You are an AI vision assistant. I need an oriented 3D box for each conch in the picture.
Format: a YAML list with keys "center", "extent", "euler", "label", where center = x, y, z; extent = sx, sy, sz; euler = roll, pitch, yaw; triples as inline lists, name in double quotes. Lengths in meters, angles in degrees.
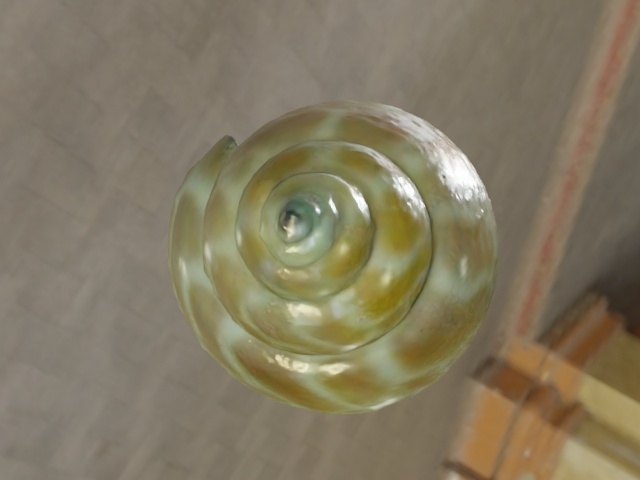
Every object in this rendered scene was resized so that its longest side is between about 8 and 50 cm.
- center: [0.003, 0.011, 0.504]
  extent: [0.173, 0.116, 0.106]
  euler: [-28, -150, 52]
  label: "conch"
